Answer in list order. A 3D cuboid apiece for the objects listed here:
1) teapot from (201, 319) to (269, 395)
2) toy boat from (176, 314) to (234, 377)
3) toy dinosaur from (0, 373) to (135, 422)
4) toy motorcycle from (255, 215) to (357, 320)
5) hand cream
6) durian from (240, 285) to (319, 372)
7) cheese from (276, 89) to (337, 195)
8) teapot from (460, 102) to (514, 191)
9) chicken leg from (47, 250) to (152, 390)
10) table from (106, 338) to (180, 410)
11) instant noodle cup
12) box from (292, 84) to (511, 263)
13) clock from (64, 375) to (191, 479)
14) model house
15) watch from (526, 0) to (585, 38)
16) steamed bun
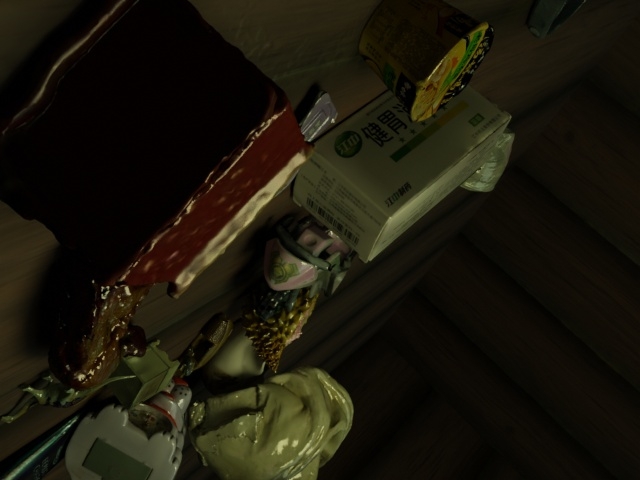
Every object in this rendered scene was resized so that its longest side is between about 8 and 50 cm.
[{"bbox_3d":[-0.162,0.269,1.340,0.204,0.139,0.298,-42,164,-24],"label":"teapot"},{"bbox_3d":[-0.225,0.203,1.170,0.149,0.047,0.049,-49,151,4],"label":"toy boat"},{"bbox_3d":[-0.339,0.196,0.794,0.180,0.037,0.058,-13,133,5],"label":"toy dinosaur"},{"bbox_3d":[0.000,0.000,1.062,0.327,0.143,0.188,-48,167,-19],"label":"toy motorcycle"},{"bbox_3d":[-0.475,0.368,0.936,0.270,0.061,0.120,-41,162,-49],"label":"hand cream"},{"bbox_3d":[-0.074,0.148,1.189,0.182,0.165,0.132,-30,122,-30],"label":"durian"},{"bbox_3d":[-0.047,-0.114,0.817,0.191,0.042,0.105,-47,166,1],"label":"cheese"},{"bbox_3d":[0.398,-0.231,1.490,0.222,0.163,0.178,-25,147,-53],"label":"teapot"},{"bbox_3d":[-0.259,0.094,0.741,0.177,0.083,0.322,-50,170,-45],"label":"chicken leg"},{"bbox_3d":[-0.290,0.217,0.995,0.083,0.062,0.079,-24,153,-54],"label":"table"},{"bbox_3d":[0.130,-0.247,0.791,0.151,0.122,0.151,-42,163,-16],"label":"instant noodle cup"},{"bbox_3d":[0.133,-0.133,0.997,0.333,0.173,0.145,-39,162,-26],"label":"box"},{"bbox_3d":[-0.312,0.346,1.096,0.189,0.189,0.254,-49,180,11],"label":"clock"},{"bbox_3d":[-0.118,-0.065,0.531,0.196,0.160,0.254,-47,167,2],"label":"model house"},{"bbox_3d":[0.506,-0.512,1.219,0.193,0.068,0.206,-46,167,-1],"label":"watch"},{"bbox_3d":[-0.096,0.432,1.277,0.394,0.237,0.346,3,145,-41],"label":"steamed bun"}]
